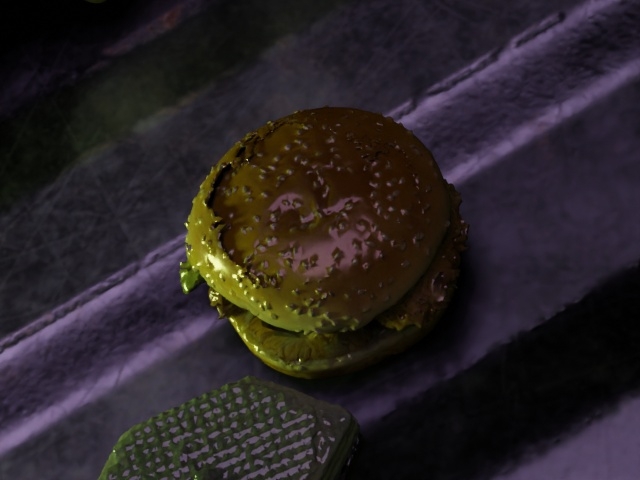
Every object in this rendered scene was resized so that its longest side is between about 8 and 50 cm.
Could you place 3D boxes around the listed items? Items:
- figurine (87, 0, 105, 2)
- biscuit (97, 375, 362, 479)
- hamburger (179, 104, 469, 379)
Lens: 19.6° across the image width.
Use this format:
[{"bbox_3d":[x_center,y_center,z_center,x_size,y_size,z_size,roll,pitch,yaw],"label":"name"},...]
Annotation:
[{"bbox_3d":[-0.321,-0.315,1.515,0.361,0.266,0.378,-49,34,9],"label":"figurine"},{"bbox_3d":[-0.089,0.199,1.202,0.150,0.052,0.252,18,66,25],"label":"biscuit"},{"bbox_3d":[0.009,0.000,1.258,0.191,0.118,0.182,35,77,26],"label":"hamburger"}]
